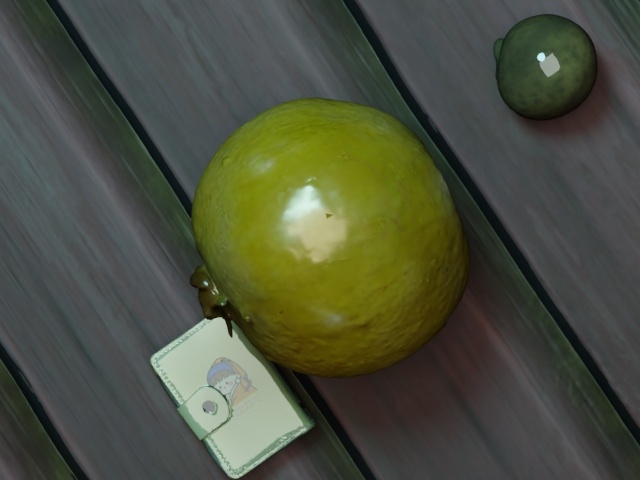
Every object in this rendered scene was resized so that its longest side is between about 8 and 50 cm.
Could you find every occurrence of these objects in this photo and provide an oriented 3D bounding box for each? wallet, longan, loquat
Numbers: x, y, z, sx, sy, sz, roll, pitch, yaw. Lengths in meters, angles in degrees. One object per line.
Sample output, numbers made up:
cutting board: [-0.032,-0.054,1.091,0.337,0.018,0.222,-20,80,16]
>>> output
wallet: [-0.092,0.156,1.769,0.110,0.039,0.155,-35,89,1]
longan: [0.217,-0.172,1.716,0.119,0.106,0.106,18,93,43]
loquat: [0.000,0.000,1.645,0.275,0.275,0.275,0,91,4]
